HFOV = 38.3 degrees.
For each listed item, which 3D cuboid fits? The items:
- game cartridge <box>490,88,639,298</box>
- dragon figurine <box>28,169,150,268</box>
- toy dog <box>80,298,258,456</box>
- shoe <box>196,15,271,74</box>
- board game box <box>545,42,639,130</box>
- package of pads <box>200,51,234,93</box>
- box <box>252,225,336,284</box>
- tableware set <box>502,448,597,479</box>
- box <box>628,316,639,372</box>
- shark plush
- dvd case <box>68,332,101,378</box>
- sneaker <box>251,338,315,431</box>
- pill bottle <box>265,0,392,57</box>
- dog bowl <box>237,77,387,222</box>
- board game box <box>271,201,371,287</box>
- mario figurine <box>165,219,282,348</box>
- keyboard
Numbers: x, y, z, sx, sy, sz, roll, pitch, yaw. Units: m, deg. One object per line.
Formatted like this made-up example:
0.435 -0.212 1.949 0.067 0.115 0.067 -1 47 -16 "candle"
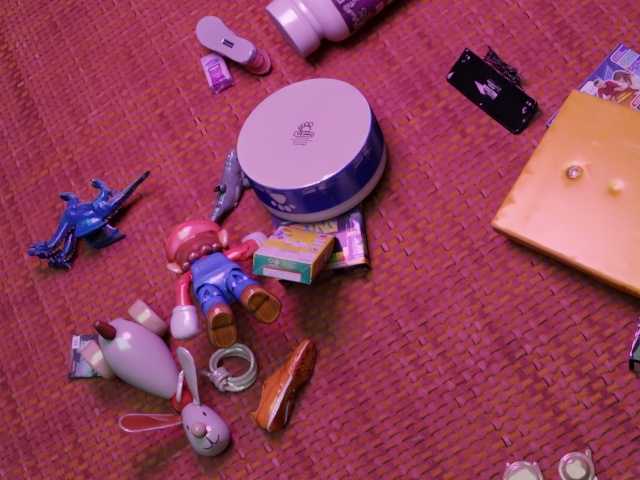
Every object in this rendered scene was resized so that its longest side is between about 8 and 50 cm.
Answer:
0.484 -0.074 1.496 0.324 0.053 0.285 29 84 33 "game cartridge"
-0.445 -0.038 1.834 0.289 0.085 0.144 -17 65 12 "dragon figurine"
-0.296 0.231 1.628 0.334 0.161 0.220 20 78 21 "toy dog"
-0.178 -0.396 1.888 0.178 0.081 0.063 37 96 33 "shoe"
0.515 -0.236 1.617 0.201 0.035 0.136 -47 63 -3 "board game box"
-0.215 -0.351 1.908 0.050 0.032 0.083 -26 64 11 "package of pads"
-0.041 0.019 1.590 0.105 0.179 0.043 11 112 12 "box"
0.368 0.404 1.427 0.169 0.020 0.141 -13 68 12 "tableware set"
0.649 0.079 1.428 0.257 0.079 0.322 14 75 25 "box"
-0.192 -0.096 1.781 0.073 0.067 0.161 30 81 26 "shark plush"
-0.426 0.220 1.768 0.119 0.013 0.087 -6 68 15 "dvd case"
-0.067 0.246 1.611 0.067 0.064 0.175 22 75 35 "sneaker"
0.046 -0.499 1.802 0.301 0.169 0.169 -39 63 2 "pill bottle"
-0.016 -0.169 1.700 0.265 0.104 0.264 -10 54 14 "dog bowl"
0.000 0.000 1.691 0.170 0.048 0.141 -12 67 14 "board game box"
-0.171 0.082 1.642 0.320 0.198 0.170 -130 49 -56 "mario figurine"
0.329 -0.285 1.708 0.192 0.038 0.100 46 112 26 "keyboard"
